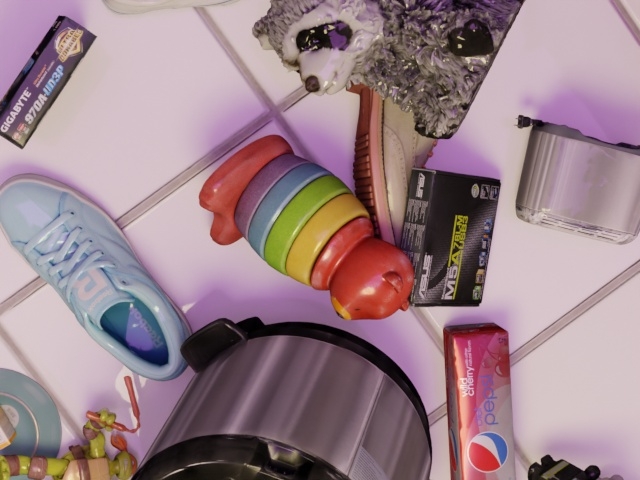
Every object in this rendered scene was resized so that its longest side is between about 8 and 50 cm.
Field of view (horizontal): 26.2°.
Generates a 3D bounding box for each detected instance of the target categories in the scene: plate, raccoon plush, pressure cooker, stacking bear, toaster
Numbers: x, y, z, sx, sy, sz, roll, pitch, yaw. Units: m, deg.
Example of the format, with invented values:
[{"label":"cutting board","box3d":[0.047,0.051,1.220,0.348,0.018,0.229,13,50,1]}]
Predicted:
[{"label":"plate","box3d":[-0.464,0.276,1.956,0.188,0.024,0.188,0,94,-4]},{"label":"raccoon plush","box3d":[0.104,-0.317,1.833,0.299,0.446,0.216,27,128,5]},{"label":"pressure cooker","box3d":[-0.037,0.317,1.819,0.375,0.420,0.370,9,119,10]},{"label":"stacking bear","box3d":[0.000,0.000,1.855,0.289,0.175,0.164,39,73,20]},{"label":"toaster","box3d":[0.371,-0.083,1.957,0.227,0.129,0.146,13,95,-8]}]

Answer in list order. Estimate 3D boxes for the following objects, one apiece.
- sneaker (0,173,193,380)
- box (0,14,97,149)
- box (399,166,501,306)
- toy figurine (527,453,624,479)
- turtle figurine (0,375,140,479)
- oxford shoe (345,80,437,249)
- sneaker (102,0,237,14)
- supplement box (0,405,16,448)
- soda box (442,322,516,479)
[{"label":"sneaker","box3d":[-0.306,0.048,1.891,0.366,0.150,0.135,43,89,-7]},{"label":"box","box3d":[-0.371,-0.215,1.829,0.051,0.220,0.175,34,91,-16]},{"label":"box","box3d":[0.179,-0.002,1.928,0.045,0.184,0.190,11,94,34]},{"label":"toy figurine","box3d":[0.373,0.427,1.948,0.209,0.148,0.213,26,89,-41]},{"label":"turtle figurine","box3d":[-0.346,0.319,1.932,0.217,0.087,0.269,-7,113,-27]},{"label":"oxford shoe","box3d":[0.121,-0.142,1.926,0.146,0.140,0.397,-5,96,-11]},{"label":"sneaker","box3d":[-0.178,-0.363,1.901,0.258,0.091,0.094,-17,96,-4]},{"label":"supplement box","box3d":[-0.465,0.242,1.910,0.036,0.062,0.098,-28,96,-1]},{"label":"soda box","box3d":[0.229,0.255,1.986,0.083,0.092,0.263,-5,95,-5]}]
